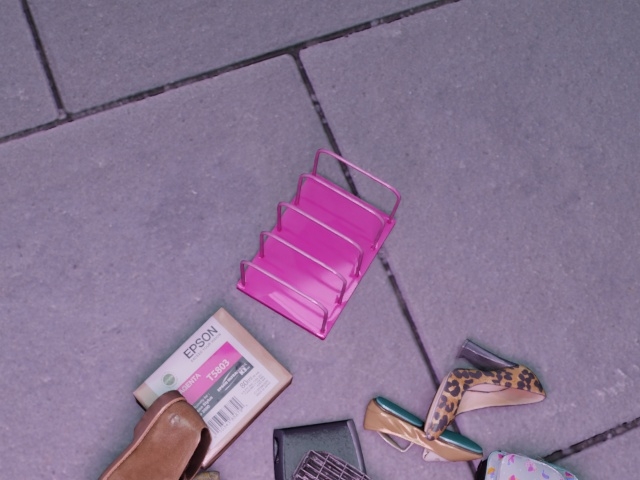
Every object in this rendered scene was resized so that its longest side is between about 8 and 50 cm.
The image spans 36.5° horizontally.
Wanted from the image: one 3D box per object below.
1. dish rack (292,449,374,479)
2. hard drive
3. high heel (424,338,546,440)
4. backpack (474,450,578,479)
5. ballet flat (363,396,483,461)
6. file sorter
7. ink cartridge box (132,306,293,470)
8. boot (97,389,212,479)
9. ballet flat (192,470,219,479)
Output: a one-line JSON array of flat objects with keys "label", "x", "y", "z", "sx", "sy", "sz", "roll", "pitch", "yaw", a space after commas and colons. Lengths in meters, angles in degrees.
[{"label": "dish rack", "x": -0.002, "y": 0.506, "z": 1.664, "sx": 0.208, "sy": 0.074, "sz": 0.271, "roll": 35, "pitch": 54, "yaw": -3}, {"label": "hard drive", "x": 0.006, "y": 0.458, "z": 1.769, "sx": 0.172, "sy": 0.054, "sz": 0.254, "roll": -6, "pitch": 71, "yaw": -7}, {"label": "high heel", "x": 0.307, "y": 0.307, "z": 1.796, "sx": 0.186, "sy": 0.093, "sz": 0.261, "roll": 29, "pitch": 46, "yaw": 11}, {"label": "backpack", "x": 0.380, "y": 0.473, "z": 1.752, "sx": 0.188, "sy": 0.144, "sz": 0.165, "roll": 15, "pitch": 65, "yaw": -2}, {"label": "ballet flat", "x": 0.188, "y": 0.370, "z": 1.818, "sx": 0.232, "sy": 0.080, "sz": 0.073, "roll": 26, "pitch": 98, "yaw": 7}, {"label": "file sorter", "x": 0.000, "y": 0.000, "z": 1.862, "sx": 0.202, "sy": 0.182, "sz": 0.290, "roll": 30, "pitch": 71, "yaw": 6}, {"label": "ink cartridge box", "x": -0.198, "y": 0.274, "z": 1.800, "sx": 0.193, "sy": 0.088, "sz": 0.235, "roll": 43, "pitch": 74, "yaw": 9}, {"label": "boot", "x": -0.299, "y": 0.414, "z": 1.676, "sx": 0.115, "sy": 0.112, "sz": 0.305, "roll": 37, "pitch": 100, "yaw": 24}, {"label": "ballet flat", "x": -0.128, "y": 0.554, "z": 1.688, "sx": 0.123, "sy": 0.123, "sz": 0.348, "roll": -32, "pitch": 79, "yaw": -15}]
